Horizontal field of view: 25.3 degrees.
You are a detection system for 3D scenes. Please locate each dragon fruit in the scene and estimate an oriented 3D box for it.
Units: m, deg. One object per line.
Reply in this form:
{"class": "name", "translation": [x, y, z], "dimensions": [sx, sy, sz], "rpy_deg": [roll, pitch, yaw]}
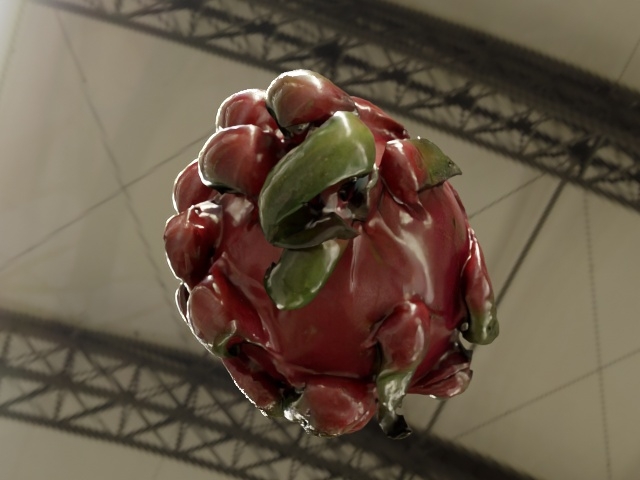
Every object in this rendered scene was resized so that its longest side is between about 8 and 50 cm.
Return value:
{"class": "dragon fruit", "translation": [-0.007, 0.003, 0.826], "dimensions": [0.198, 0.218, 0.273], "rpy_deg": [-6, -34, 26]}
